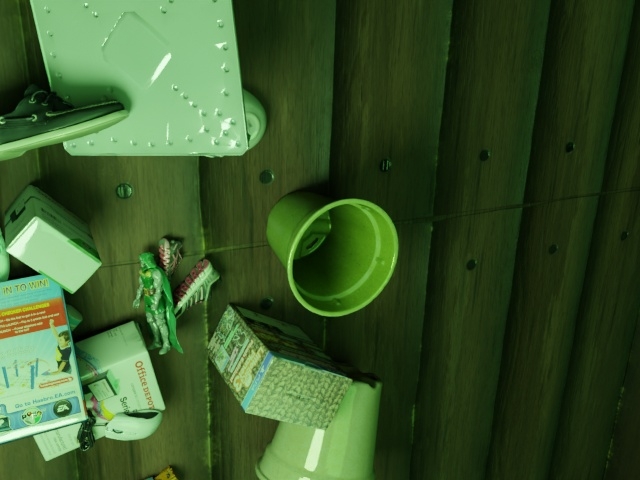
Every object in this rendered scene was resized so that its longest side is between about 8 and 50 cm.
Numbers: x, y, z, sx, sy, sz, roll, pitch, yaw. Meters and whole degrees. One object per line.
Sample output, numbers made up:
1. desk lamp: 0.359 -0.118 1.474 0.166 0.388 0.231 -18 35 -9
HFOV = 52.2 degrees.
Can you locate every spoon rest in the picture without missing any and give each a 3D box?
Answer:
1. spoon rest: -0.206 -0.308 1.421 0.137 0.084 0.276 -36 135 -11

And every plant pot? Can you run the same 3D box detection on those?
1. plant pot: 0.000 0.000 1.535 0.275 0.254 0.276 -10 114 -24
2. plant pot: 0.024 0.488 1.726 0.333 0.333 0.306 14 90 -32

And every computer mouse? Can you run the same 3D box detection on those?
1. computer mouse: -0.436 0.414 1.443 0.192 0.042 0.106 3 119 -36

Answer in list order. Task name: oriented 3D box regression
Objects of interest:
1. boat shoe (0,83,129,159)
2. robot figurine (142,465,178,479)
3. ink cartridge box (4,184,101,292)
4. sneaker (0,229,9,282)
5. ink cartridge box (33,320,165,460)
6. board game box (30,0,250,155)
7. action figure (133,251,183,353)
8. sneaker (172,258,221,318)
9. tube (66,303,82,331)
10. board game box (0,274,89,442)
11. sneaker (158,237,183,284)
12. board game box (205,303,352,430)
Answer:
1. boat shoe: -0.528 -0.227 1.206 0.339 0.127 0.113 -14 98 10
2. robot figurine: -0.471 0.715 1.656 0.291 0.085 0.211 -31 120 -16
3. ink cartridge box: -0.525 -0.007 1.274 0.087 0.208 0.153 -48 123 -1
4. sneaker: -0.654 0.001 1.240 0.094 0.151 0.256 -17 117 -24
5. ink cartridge box: -0.507 0.330 1.449 0.278 0.117 0.202 -21 129 -21
6. board game box: -0.330 -0.352 1.204 0.389 0.050 0.390 2 114 14
7. action figure: -0.376 0.137 1.473 0.063 0.137 0.232 -20 109 -46
8. sneaker: -0.295 0.129 1.538 0.074 0.063 0.170 40 87 -34
9. tube: -0.608 0.229 1.418 0.207 0.052 0.080 -45 121 0
10. board game box: -0.637 0.243 1.272 0.308 0.086 0.302 -11 77 -19
11. sneaker: -0.341 0.052 1.499 0.057 0.047 0.120 -7 114 -39
12. board game box: -0.107 0.299 1.569 0.232 0.291 0.141 24 96 -33
